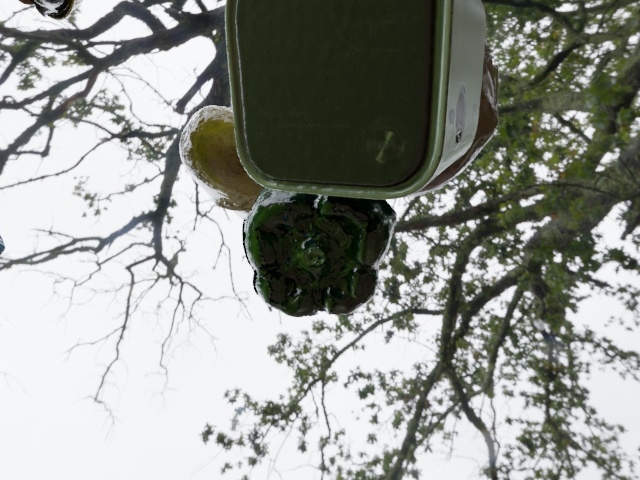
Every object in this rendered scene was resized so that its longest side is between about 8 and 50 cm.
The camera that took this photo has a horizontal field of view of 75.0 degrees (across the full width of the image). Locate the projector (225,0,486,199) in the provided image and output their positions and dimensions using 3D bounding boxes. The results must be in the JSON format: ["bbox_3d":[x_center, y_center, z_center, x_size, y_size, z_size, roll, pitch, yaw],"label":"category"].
[{"bbox_3d":[0.059,-0.202,0.526,0.249,0.249,0.248,8,-69,26],"label":"projector"}]

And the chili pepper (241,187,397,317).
[{"bbox_3d":[0.000,0.000,0.747,0.249,0.256,0.233,12,-71,10],"label":"chili pepper"}]

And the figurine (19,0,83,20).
[{"bbox_3d":[-0.599,-0.542,0.821,0.257,0.167,0.192,-14,-42,-25],"label":"figurine"}]

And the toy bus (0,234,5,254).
[{"bbox_3d":[-0.665,-0.031,0.700,0.134,0.116,0.234,-42,-30,-17],"label":"toy bus"}]

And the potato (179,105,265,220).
[{"bbox_3d":[-0.239,-0.223,1.108,0.296,0.397,0.289,22,-93,-33],"label":"potato"}]

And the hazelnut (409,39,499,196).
[{"bbox_3d":[0.210,-0.295,0.945,0.360,0.359,0.409,21,-76,-21],"label":"hazelnut"}]
